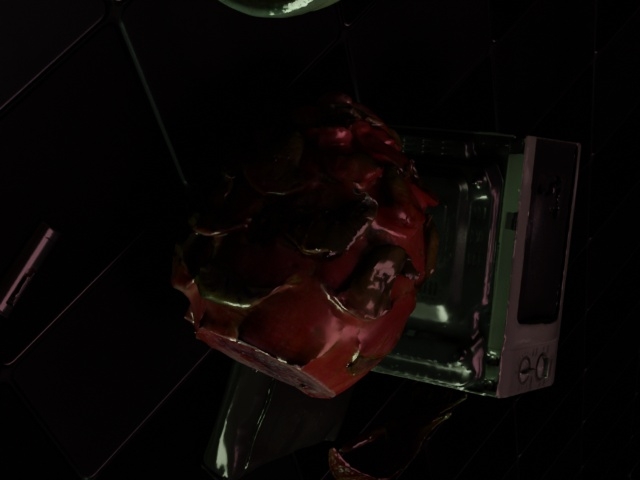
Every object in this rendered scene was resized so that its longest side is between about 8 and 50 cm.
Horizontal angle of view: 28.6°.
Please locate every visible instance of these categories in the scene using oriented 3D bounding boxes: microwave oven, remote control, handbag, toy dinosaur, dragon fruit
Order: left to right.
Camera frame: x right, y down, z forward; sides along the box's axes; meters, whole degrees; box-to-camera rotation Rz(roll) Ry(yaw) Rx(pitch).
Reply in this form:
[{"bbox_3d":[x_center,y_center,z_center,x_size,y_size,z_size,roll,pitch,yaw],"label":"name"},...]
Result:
[{"bbox_3d":[-0.258,0.027,1.099,0.091,0.016,0.034,-58,148,-4],"label":"remote control"},{"bbox_3d":[-0.032,0.174,1.543,0.223,0.080,0.247,-16,130,-52],"label":"handbag"},{"bbox_3d":[0.000,0.000,1.266,0.269,0.250,0.291,59,50,-65],"label":"dragon fruit"},{"bbox_3d":[0.115,0.232,1.800,0.327,0.206,0.113,-39,103,-22],"label":"toy dinosaur"},{"bbox_3d":[0.166,0.018,1.481,0.181,0.237,0.295,-2,99,-57],"label":"microwave oven"}]

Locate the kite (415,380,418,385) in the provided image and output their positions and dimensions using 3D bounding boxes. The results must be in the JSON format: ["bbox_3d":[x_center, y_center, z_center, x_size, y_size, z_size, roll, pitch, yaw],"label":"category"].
[{"bbox_3d":[0.219,0.156,2.002,0.245,0.015,0.141,-56,151,-13],"label":"kite"}]

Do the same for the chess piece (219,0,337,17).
[{"bbox_3d":[0.021,-0.318,1.058,0.299,0.194,0.195,-40,148,-48],"label":"chess piece"}]
